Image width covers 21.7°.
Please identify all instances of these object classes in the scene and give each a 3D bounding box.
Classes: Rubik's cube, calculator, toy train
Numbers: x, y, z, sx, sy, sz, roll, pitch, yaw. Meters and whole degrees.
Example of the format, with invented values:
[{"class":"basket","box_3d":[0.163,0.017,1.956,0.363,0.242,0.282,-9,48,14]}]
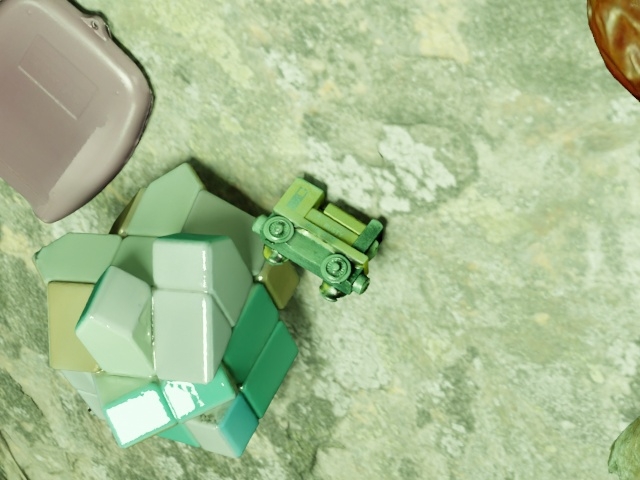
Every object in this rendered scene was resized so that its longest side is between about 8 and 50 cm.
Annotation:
[{"class":"Rubik's cube","box_3d":[-0.154,0.070,1.569,0.224,0.265,0.213,11,148,29]},{"class":"calculator","box_3d":[-0.273,-0.131,1.642,0.194,0.043,0.294,43,139,-1]},{"class":"toy train","box_3d":[0.000,0.000,1.511,0.122,0.081,0.050,30,157,14]}]

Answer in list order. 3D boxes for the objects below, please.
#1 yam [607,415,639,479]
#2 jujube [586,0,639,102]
[{"class":"yam","box_3d":[0.327,0.144,1.370,0.093,0.093,0.259,38,141,5]},{"class":"jujube","box_3d":[0.297,-0.125,1.092,0.243,0.183,0.183,42,141,-3]}]
